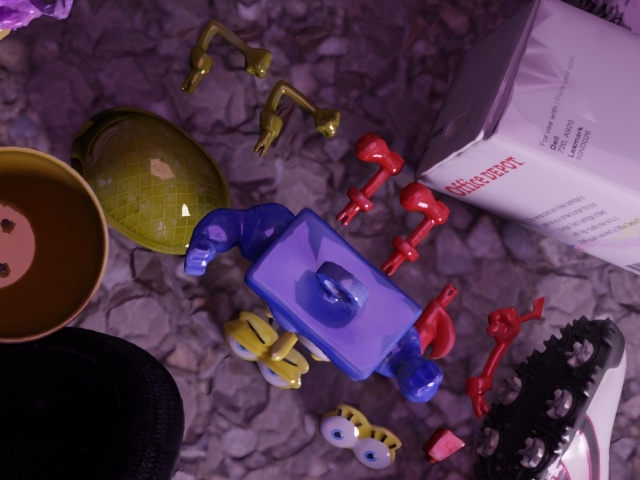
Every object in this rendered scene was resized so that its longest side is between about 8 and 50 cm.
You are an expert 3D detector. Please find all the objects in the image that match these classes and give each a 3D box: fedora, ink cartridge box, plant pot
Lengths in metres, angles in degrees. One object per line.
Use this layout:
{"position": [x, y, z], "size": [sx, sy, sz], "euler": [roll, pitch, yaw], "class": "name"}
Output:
{"position": [-0.222, 0.213, 1.300], "size": [0.334, 0.334, 0.152], "euler": [-30, 126, -14], "class": "fedora"}
{"position": [0.233, -0.057, 1.426], "size": [0.278, 0.201, 0.117], "euler": [22, 78, -8], "class": "ink cartridge box"}
{"position": [-0.224, 0.003, 1.368], "size": [0.134, 0.095, 0.134], "euler": [0, 89, -18], "class": "plant pot"}

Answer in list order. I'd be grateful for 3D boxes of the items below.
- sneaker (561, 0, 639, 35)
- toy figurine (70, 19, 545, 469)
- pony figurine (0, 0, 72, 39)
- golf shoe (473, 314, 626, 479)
{"position": [0.197, -0.185, 1.496], "size": [0.228, 0.086, 0.132], "euler": [0, 86, -13], "class": "sneaker"}
{"position": [0.000, 0.000, 1.349], "size": [0.362, 0.217, 0.191], "euler": [44, 85, -2], "class": "toy figurine"}
{"position": [-0.249, -0.224, 1.330], "size": [0.351, 0.303, 0.363], "euler": [36, 92, 3], "class": "pony figurine"}
{"position": [0.173, 0.190, 1.448], "size": [0.120, 0.105, 0.273], "euler": [26, 84, -24], "class": "golf shoe"}
